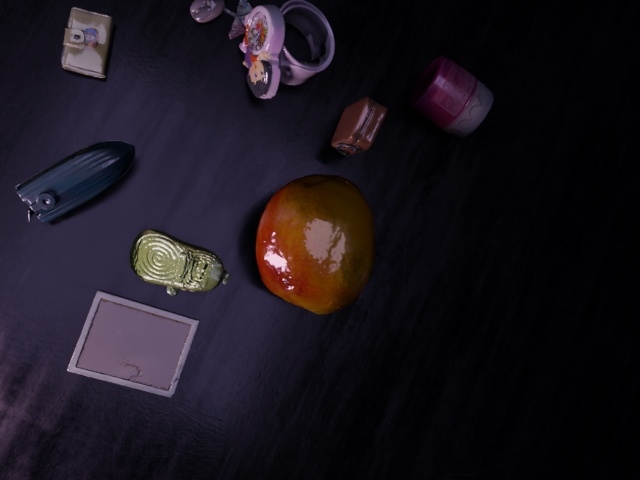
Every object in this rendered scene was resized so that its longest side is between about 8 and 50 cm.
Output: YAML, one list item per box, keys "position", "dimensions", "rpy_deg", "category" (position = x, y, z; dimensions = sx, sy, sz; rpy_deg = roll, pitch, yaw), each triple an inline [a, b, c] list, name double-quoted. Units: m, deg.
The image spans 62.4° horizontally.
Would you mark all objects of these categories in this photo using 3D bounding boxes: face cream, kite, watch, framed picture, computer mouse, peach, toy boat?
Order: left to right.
- position: [-0.588, -0.159, 1.299]
  dimensions: [0.296, 0.122, 0.114]
  rpy_deg: [-32, 119, -5]
  category: "toy boat"
- position: [-0.481, 0.271, 1.376]
  dimensions: [0.273, 0.016, 0.216]
  rpy_deg: [21, 82, -16]
  category: "framed picture"
- position: [-0.308, -0.637, 1.440]
  dimensions: [0.096, 0.039, 0.066]
  rpy_deg: [-31, 98, -10]
  category: "computer mouse"
- position: [-0.239, -0.629, 1.482]
  dimensions: [0.152, 0.005, 0.137]
  rpy_deg: [15, 83, -15]
  category: "kite"
- position: [-0.088, -0.517, 1.458]
  dimensions: [0.231, 0.196, 0.244]
  rpy_deg: [-10, 92, -38]
  category: "watch"
- position: [-0.001, 0.000, 1.387]
  dimensions: [0.372, 0.290, 0.373]
  rpy_deg: [2, 84, -19]
  category: "peach"
- position: [0.388, -0.425, 1.577]
  dimensions: [0.195, 0.175, 0.175]
  rpy_deg: [29, 80, -12]
  category: "face cream"

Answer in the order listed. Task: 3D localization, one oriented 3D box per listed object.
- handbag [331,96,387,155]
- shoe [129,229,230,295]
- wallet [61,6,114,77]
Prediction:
- position: [0.101, -0.314, 1.480]
  dimensions: [0.072, 0.193, 0.151]
  rpy_deg: [24, 89, -19]
  category: "handbag"
- position: [-0.365, 0.069, 1.362]
  dimensions: [0.262, 0.128, 0.140]
  rpy_deg: [14, 74, 13]
  category: "shoe"
- position: [-0.597, -0.505, 1.353]
  dimensions: [0.110, 0.039, 0.155]
  rpy_deg: [9, 86, -20]
  category: "wallet"
